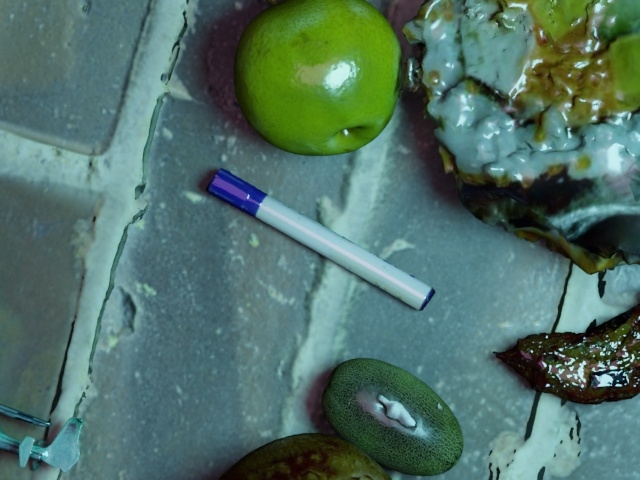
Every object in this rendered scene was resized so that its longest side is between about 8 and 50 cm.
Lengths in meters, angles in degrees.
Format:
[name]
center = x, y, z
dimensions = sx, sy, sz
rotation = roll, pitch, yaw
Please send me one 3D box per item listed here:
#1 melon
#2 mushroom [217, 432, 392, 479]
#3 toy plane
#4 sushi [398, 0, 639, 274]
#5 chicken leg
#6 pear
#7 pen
[melon]
center = 0.076, 0.186, 1.838
dimensions = 0.162, 0.099, 0.099
rotation = 32, 89, 1
[mushroom]
center = -0.037, 0.338, 1.803
dimensions = 0.278, 0.163, 0.297
rotation = 26, 96, 6
[toy plane]
center = -0.370, 0.208, 1.889
dimensions = 0.235, 0.060, 0.096
rotation = 16, 75, 8
[sushi]
center = 0.286, -0.181, 1.789
dimensions = 0.418, 0.176, 0.417
rotation = -2, 85, 23
[chicken leg]
center = 0.306, 0.116, 1.843
dimensions = 0.234, 0.063, 0.105
rotation = -22, 81, 3
[pear]
center = -0.010, -0.193, 1.843
dimensions = 0.180, 0.166, 0.216
rotation = -30, 59, 13
[pen]
center = 0.000, -0.001, 1.884
dimensions = 0.269, 0.033, 0.033
rotation = 30, 89, 5
